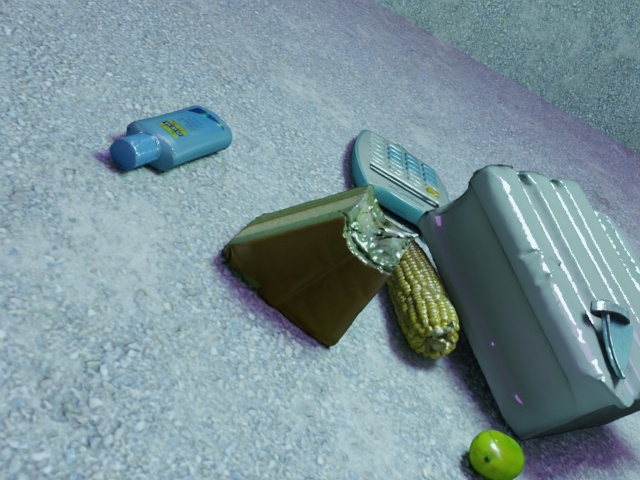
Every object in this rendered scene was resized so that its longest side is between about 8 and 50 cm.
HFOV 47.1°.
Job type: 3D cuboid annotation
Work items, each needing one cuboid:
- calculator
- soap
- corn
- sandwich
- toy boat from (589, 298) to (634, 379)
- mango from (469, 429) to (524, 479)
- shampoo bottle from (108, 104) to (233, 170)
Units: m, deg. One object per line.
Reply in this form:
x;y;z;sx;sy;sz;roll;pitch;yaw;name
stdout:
0.180;-0.143;1.660;0.256;0.054;0.386;30;28;-10;calculator
0.405;0.102;1.270;0.350;0.213;0.435;-1;60;-41;soap
0.159;0.082;1.259;0.101;0.101;0.291;19;29;-27;corn
0.000;0.000;1.102;0.227;0.198;0.155;37;29;2;sandwich
0.435;0.153;1.077;0.096;0.034;0.122;20;56;-29;toy boat
0.257;0.310;1.059;0.108;0.056;0.073;6;46;-46;mango
-0.251;-0.169;1.231;0.104;0.061;0.258;38;29;8;shampoo bottle
